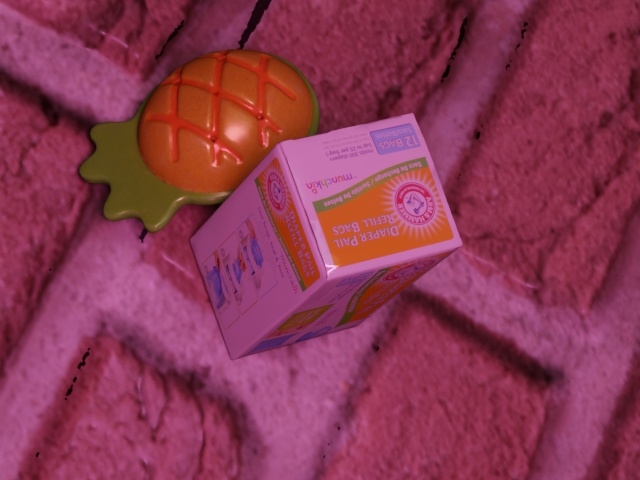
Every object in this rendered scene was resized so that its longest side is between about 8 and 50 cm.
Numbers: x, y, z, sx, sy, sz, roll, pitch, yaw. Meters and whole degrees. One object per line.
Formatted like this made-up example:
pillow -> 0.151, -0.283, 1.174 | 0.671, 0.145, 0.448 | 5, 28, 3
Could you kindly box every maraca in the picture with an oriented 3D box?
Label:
maraca -> -0.089, -0.077, 1.477 | 0.186, 0.099, 0.127 | -29, 59, -9

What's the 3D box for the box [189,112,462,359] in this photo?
box -> 0.000, 0.000, 1.421 | 0.114, 0.203, 0.103 | -14, 77, -25
